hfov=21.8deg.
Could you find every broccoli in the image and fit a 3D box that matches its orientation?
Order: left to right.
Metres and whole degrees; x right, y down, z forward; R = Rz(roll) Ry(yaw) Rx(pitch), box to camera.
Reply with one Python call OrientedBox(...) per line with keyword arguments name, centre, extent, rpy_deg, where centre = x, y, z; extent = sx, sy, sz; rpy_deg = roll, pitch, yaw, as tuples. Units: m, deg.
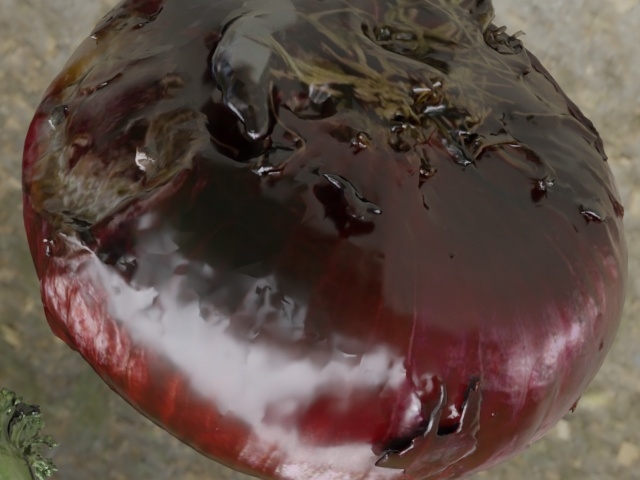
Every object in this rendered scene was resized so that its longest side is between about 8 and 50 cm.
OrientedBox(name="broccoli", centre=(-0.260, 0.216, 1.416), extent=(0.204, 0.118, 0.122), rpy_deg=(42, 155, 47))

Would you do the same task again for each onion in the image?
OrientedBox(name="onion", centre=(0.000, 0.000, 0.829), extent=(0.314, 0.314, 0.232), rpy_deg=(27, 128, 6))
